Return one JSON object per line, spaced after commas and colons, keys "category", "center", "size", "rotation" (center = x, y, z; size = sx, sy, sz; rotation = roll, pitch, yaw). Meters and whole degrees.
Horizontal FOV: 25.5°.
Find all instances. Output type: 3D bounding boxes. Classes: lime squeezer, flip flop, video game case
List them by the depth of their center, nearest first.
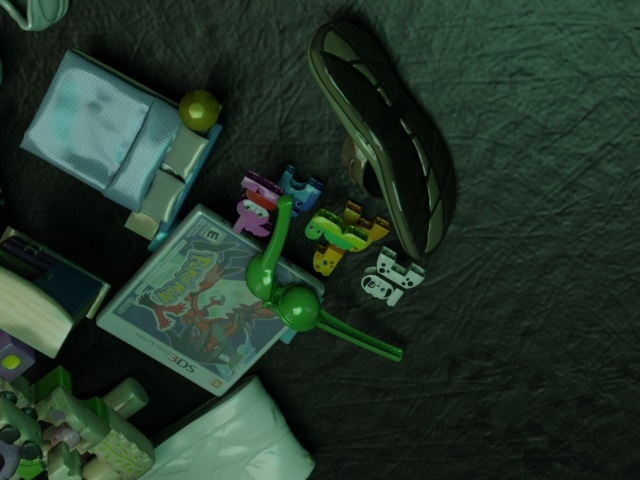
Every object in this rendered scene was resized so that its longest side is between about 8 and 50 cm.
{"category": "flip flop", "center": [0.058, -0.106, 1.529], "size": [0.080, 0.112, 0.277], "rotation": [-16, 113, 46]}
{"category": "lime squeezer", "center": [-0.015, 0.051, 1.563], "size": [0.110, 0.059, 0.310], "rotation": [-22, 136, 13]}
{"category": "video game case", "center": [-0.127, 0.074, 1.630], "size": [0.183, 0.023, 0.201], "rotation": [33, 116, -23]}

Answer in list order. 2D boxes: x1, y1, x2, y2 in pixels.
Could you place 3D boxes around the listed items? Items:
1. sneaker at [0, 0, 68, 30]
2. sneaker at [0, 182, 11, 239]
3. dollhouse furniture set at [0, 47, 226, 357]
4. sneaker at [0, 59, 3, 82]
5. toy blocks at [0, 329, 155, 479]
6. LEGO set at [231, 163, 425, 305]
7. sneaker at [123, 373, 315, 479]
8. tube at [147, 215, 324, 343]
{"category": "sneaker", "center": [-0.361, -0.319, 1.533], "size": [0.080, 0.094, 0.212], "rotation": [-35, 101, 25]}
{"category": "sneaker", "center": [-0.423, -0.056, 1.659], "size": [0.130, 0.109, 0.286], "rotation": [-37, 103, 17]}
{"category": "dollhouse furniture set", "center": [-0.291, -0.080, 1.509], "size": [0.286, 0.198, 0.303], "rotation": [30, 99, -3]}
{"category": "sneaker", "center": [-0.471, -0.226, 1.609], "size": [0.237, 0.085, 0.086], "rotation": [27, 142, 8]}
{"category": "toy blocks", "center": [-0.365, 0.256, 1.608], "size": [0.260, 0.309, 0.288], "rotation": [-37, 123, 10]}
{"category": "LEGO set", "center": [0.000, 0.000, 1.594], "size": [0.227, 0.087, 0.093], "rotation": [30, 119, -8]}
{"category": "sneaker", "center": [-0.146, 0.306, 1.743], "size": [0.292, 0.108, 0.169], "rotation": [-33, 99, 22]}
{"category": "tube", "center": [-0.103, 0.042, 1.655], "size": [0.207, 0.052, 0.080], "rotation": [33, 124, -8]}
